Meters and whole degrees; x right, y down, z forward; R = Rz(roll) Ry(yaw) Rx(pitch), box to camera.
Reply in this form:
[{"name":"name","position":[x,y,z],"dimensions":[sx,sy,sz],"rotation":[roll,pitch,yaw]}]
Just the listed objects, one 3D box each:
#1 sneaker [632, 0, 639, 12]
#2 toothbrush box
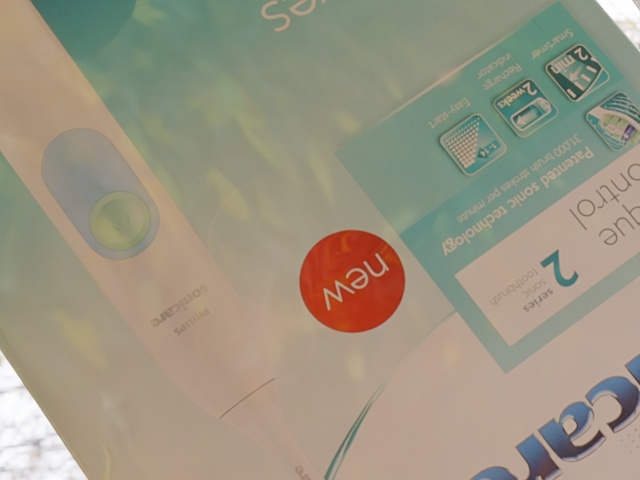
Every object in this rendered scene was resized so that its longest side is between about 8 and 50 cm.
[{"name":"sneaker","position":[0.268,-0.145,0.760],"dimensions":[0.323,0.236,0.130],"rotation":[40,-28,10]},{"name":"toothbrush box","position":[0.000,0.000,0.496],"dimensions":[0.216,0.126,0.295],"rotation":[-34,-104,-9]}]
